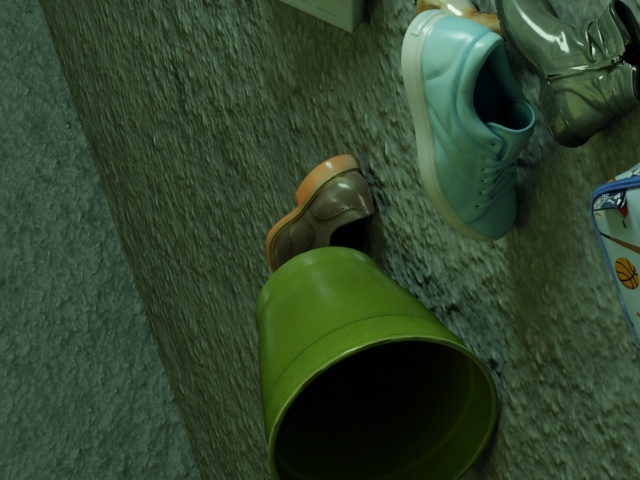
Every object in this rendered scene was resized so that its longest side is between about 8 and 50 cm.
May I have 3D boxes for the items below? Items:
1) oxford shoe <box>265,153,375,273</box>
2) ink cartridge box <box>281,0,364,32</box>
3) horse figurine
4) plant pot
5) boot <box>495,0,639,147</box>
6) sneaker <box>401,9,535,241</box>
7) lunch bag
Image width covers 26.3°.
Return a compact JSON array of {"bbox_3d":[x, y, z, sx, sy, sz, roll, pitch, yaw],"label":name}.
[{"bbox_3d":[0.000,0.000,2.415,0.133,0.130,0.364,58,152,19],"label":"oxford shoe"},{"bbox_3d":[-0.036,-0.440,2.117,0.223,0.045,0.224,27,158,15],"label":"ink cartridge box"},{"bbox_3d":[0.192,-0.287,1.893,0.263,0.066,0.174,52,155,35],"label":"horse figurine"},{"bbox_3d":[0.051,0.198,2.209,0.353,0.366,0.366,-117,23,-53],"label":"plant pot"},{"bbox_3d":[0.317,-0.248,1.659,0.161,0.083,0.246,-40,67,51],"label":"boot"},{"bbox_3d":[0.216,-0.127,1.802,0.150,0.135,0.366,23,149,43],"label":"sneaker"},{"bbox_3d":[0.424,0.038,1.481,0.303,0.115,0.243,66,158,-7],"label":"lunch bag"}]
